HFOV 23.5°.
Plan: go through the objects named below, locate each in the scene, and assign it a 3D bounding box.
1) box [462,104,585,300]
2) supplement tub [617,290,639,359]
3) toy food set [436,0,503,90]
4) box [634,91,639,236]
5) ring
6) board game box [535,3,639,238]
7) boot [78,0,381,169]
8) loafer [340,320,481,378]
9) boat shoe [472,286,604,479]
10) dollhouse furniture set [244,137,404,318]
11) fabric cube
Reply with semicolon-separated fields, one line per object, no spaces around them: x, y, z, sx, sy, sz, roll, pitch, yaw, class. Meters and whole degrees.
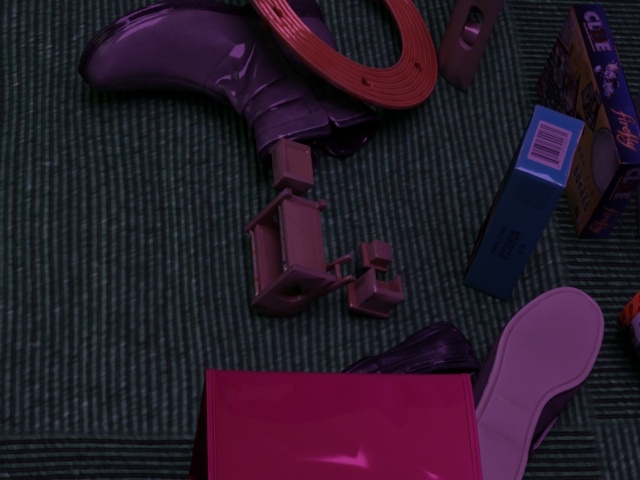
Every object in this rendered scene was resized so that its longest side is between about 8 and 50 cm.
0.230;-0.039;1.762;0.060;0.244;0.100;21;56;3;box
0.441;0.129;1.773;0.117;0.117;0.190;-33;69;-28;supplement tub
0.251;-0.368;1.997;0.092;0.219;0.306;22;55;3;toy food set
0.585;-0.107;1.926;0.345;0.168;0.215;9;56;-6;box
0.014;-0.295;1.934;0.336;0.032;0.336;29;38;-25;ring
0.334;-0.147;1.904;0.042;0.165;0.243;-2;58;-13;board game box
-0.104;-0.182;1.863;0.338;0.118;0.222;-15;63;-21;boot
0.083;0.163;1.701;0.223;0.076;0.078;-25;58;-29;loafer
0.211;0.182;1.715;0.112;0.095;0.335;37;52;0;boat shoe
0.000;0.000;1.804;0.161;0.101;0.182;17;51;-31;dollhouse furniture set
0.008;0.292;1.494;0.258;0.259;0.254;1;58;-9;fabric cube
